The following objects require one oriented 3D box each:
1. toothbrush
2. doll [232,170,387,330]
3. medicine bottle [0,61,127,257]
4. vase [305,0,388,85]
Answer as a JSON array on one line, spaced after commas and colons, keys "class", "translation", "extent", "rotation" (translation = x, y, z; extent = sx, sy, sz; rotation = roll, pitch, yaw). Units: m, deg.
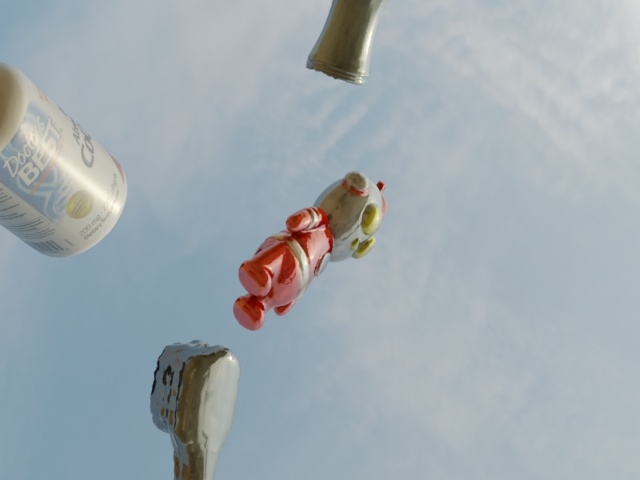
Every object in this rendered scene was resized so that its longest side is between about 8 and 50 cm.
[{"class": "toothbrush", "translation": [-0.071, 0.183, 0.387], "extent": [0.031, 0.030, 0.297], "rotation": [17, -79, 46]}, {"class": "doll", "translation": [0.000, 0.000, 1.007], "extent": [0.076, 0.142, 0.245], "rotation": [36, -132, 20]}, {"class": "medicine bottle", "translation": [-0.369, -0.107, 1.137], "extent": [0.157, 0.288, 0.157], "rotation": [-12, -122, 20]}, {"class": "vase", "translation": [0.046, -0.244, 0.827], "extent": [0.086, 0.086, 0.214], "rotation": [22, -76, 13]}]
